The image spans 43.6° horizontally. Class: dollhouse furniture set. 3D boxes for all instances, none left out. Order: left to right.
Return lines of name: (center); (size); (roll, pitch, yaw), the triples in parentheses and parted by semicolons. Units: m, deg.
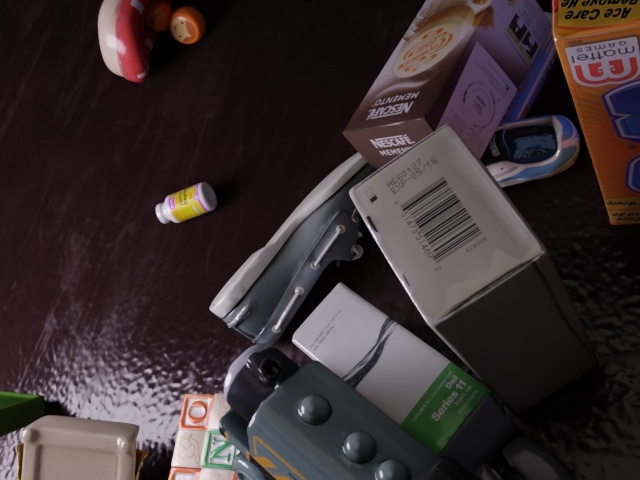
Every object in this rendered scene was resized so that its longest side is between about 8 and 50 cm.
dollhouse furniture set: (-0.356, 0.319, 1.050); (0.302, 0.151, 0.197); (4, 89, 10)

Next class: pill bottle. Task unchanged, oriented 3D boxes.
pill bottle: (-0.195, -0.052, 1.158); (0.083, 0.043, 0.043); (-20, 59, 17)

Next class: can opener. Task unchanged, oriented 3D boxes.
can opener: (0.249, 0.309, 0.737); (0.095, 0.076, 0.283); (-41, 56, 5)

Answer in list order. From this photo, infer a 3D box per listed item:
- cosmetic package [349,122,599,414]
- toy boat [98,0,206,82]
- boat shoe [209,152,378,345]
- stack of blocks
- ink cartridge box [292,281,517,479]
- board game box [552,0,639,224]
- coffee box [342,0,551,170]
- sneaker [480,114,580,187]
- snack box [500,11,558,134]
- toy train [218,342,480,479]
cosmetic package: (0.159, 0.043, 0.770); (0.113, 0.309, 0.160); (-35, 57, 9)
toy boat: (-0.261, -0.364, 1.305); (0.151, 0.151, 0.231); (19, 74, 3)
boat shoe: (0.000, 0.000, 1.023); (0.099, 0.116, 0.319); (44, 81, -8)
stack of blocks: (-0.087, 0.328, 0.892); (0.171, 0.087, 0.297); (-4, 65, 26)
ink cartridge box: (0.089, 0.152, 0.848); (0.208, 0.153, 0.087); (35, 82, 34)
board game box: (0.430, -0.258, 0.748); (0.356, 0.356, 0.356); (-5, 64, 26)
coffee box: (0.155, -0.195, 0.965); (0.141, 0.098, 0.246); (-1, 51, 51)
sneaker: (0.189, -0.094, 0.959); (0.237, 0.086, 0.085); (-19, 61, 19)
snack box: (0.255, -0.214, 1.020); (0.064, 0.022, 0.178); (22, 78, 32)
toy train: (0.040, 0.226, 0.729); (0.334, 0.190, 0.142); (37, 59, 25)
